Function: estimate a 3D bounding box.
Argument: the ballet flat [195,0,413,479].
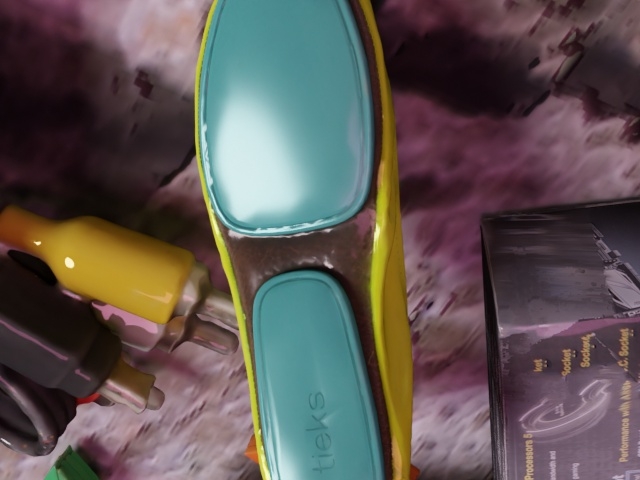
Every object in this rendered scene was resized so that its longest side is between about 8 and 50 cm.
[{"bbox_3d":[0.000,0.000,0.522,0.077,0.077,0.231,-5,95,18],"label":"ballet flat"}]

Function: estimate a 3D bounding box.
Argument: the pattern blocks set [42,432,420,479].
[{"bbox_3d":[0.014,0.190,0.659,0.324,0.026,0.285,18,132,9],"label":"pattern blocks set"}]

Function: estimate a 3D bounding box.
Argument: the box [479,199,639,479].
[{"bbox_3d":[0.204,0.116,0.633,0.242,0.077,0.308,-6,129,4],"label":"box"}]

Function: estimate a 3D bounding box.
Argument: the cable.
[{"bbox_3d":[-0.171,-0.005,0.558,0.287,0.072,0.139,35,135,-12],"label":"cable"}]
